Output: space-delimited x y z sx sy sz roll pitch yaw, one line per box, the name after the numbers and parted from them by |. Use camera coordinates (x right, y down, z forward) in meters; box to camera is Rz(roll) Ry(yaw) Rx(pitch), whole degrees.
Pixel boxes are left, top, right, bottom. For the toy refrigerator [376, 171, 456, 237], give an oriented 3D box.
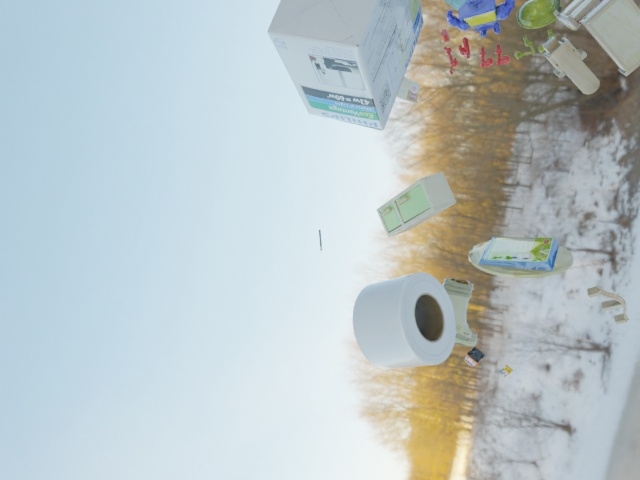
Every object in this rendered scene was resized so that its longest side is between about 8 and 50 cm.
0.279 -0.102 1.759 0.269 0.094 0.102 -36 75 62 | toy refrigerator

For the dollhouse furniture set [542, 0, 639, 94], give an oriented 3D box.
0.725 -0.558 1.530 0.303 0.173 0.356 -42 16 24 | dollhouse furniture set

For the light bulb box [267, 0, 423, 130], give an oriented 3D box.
0.083 -0.522 1.420 0.361 0.225 0.358 54 -125 -67 | light bulb box

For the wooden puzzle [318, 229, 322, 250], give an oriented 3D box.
0.000 0.000 1.718 0.083 0.006 0.050 85 180 -70 | wooden puzzle

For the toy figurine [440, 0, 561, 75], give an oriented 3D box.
0.506 -0.651 1.722 0.217 0.362 0.192 20 -110 -57 | toy figurine

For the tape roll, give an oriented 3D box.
0.229 0.220 1.580 0.246 0.169 0.246 16 -114 -39 | tape roll

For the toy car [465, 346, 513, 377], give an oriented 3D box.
0.403 0.308 1.416 0.041 0.122 0.060 -61 -7 29 | toy car

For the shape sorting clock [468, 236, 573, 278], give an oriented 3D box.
0.412 0.035 1.207 0.206 0.206 0.041 -47 -49 -62 | shape sorting clock

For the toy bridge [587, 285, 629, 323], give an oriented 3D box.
0.855 0.187 1.702 0.188 0.063 0.026 36 -131 -27 | toy bridge

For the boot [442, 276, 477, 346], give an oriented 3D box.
0.439 0.224 1.837 0.261 0.095 0.204 15 -91 -47 | boot

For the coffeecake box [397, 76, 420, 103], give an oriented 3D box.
0.205 -0.494 1.874 0.142 0.185 0.068 -3 -73 -56 | coffeecake box

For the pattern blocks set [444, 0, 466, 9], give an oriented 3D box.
0.391 -0.739 1.501 0.324 0.285 0.026 -37 -15 -11 | pattern blocks set
